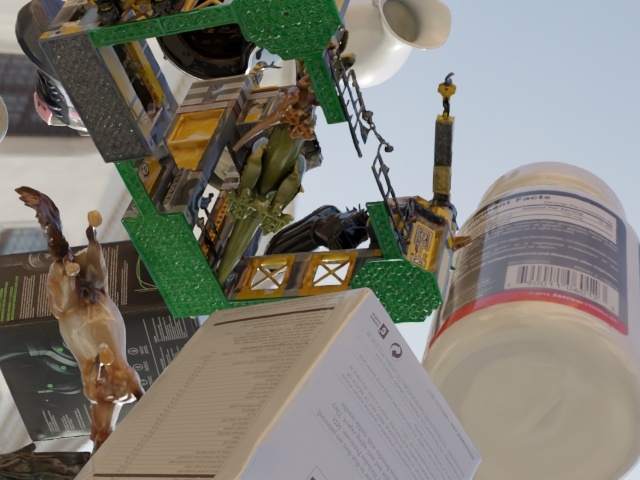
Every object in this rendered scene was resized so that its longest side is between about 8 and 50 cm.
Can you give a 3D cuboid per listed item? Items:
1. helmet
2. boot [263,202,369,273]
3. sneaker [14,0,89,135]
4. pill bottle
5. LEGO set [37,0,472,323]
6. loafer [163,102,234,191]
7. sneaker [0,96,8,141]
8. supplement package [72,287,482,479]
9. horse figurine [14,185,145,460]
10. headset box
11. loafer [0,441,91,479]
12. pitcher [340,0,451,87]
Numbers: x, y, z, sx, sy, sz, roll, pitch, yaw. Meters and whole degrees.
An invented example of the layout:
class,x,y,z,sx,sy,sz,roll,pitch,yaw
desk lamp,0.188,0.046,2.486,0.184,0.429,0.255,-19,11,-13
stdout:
class,x,y,z,sx,sy,sz,roll,pitch,yaw
helmet,-0.094,-0.248,1.266,0.161,0.169,0.169,-33,-111,50
boot,0.000,0.001,1.359,0.045,0.121,0.099,59,-18,-22
sneaker,-0.285,-0.178,1.365,0.131,0.319,0.112,-24,-105,10
pill bottle,0.219,0.071,1.170,0.210,0.363,0.210,6,-62,11
LEGO set,-0.030,-0.103,0.811,0.255,0.192,0.331,-12,-52,27
loafer,-0.188,-0.125,1.746,0.319,0.112,0.111,20,-109,28
sneaker,-0.526,-0.104,1.311,0.148,0.350,0.131,-25,-99,59
supplement package,-0.046,0.158,0.625,0.139,0.244,0.134,-11,-59,45
horse figurine,-0.212,0.076,1.098,0.263,0.066,0.174,69,-21,8
headset box,-0.285,0.132,1.562,0.246,0.283,0.131,82,0,-46
loafer,-0.370,0.285,1.500,0.062,0.170,0.061,119,-20,-54
pitcher,0.059,-0.305,1.683,0.207,0.178,0.125,-19,-139,60
